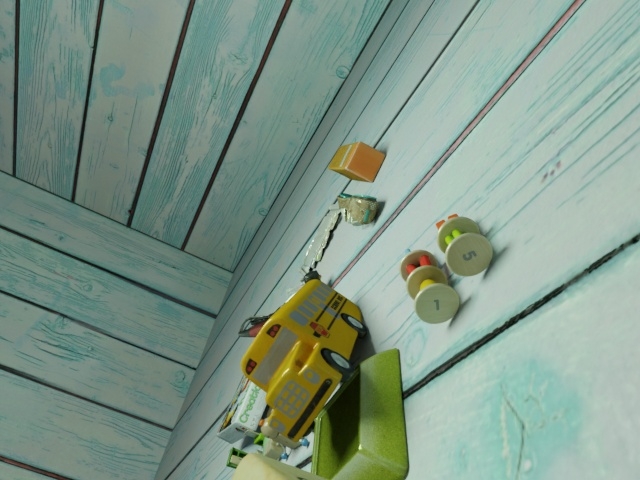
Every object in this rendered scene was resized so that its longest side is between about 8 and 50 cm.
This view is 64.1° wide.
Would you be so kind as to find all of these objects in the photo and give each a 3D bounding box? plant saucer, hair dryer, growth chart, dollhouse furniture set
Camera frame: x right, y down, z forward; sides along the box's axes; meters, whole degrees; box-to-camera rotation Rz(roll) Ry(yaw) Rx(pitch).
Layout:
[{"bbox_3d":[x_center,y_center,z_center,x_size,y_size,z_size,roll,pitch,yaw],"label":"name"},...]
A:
[{"bbox_3d":[0.037,0.253,0.659,0.188,0.045,0.188,-58,14,31],"label":"plant saucer"},{"bbox_3d":[-0.068,0.183,1.041,0.223,0.080,0.293,-39,13,6],"label":"hair dryer"},{"bbox_3d":[0.000,0.000,1.398,0.237,0.021,0.172,-64,12,6],"label":"growth chart"},{"bbox_3d":[-0.136,0.420,1.038,0.152,0.058,0.076,-54,16,42],"label":"dollhouse furniture set"}]

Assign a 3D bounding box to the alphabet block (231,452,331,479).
[{"bbox_3d":[0.010,0.288,0.361,0.194,0.192,0.197,-67,13,-19],"label":"alphabet block"}]

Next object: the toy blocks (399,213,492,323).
[{"bbox_3d":[0.147,0.017,0.641,0.123,0.054,0.148,-62,12,19],"label":"toy blocks"}]

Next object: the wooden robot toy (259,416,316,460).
[{"bbox_3d":[-0.072,0.328,0.900,0.173,0.079,0.076,-52,18,46],"label":"wooden robot toy"}]

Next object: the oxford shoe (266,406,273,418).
[{"bbox_3d":[-0.091,0.278,1.050,0.083,0.096,0.227,-56,16,32],"label":"oxford shoe"}]

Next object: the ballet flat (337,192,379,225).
[{"bbox_3d":[0.073,-0.067,1.114,0.206,0.073,0.067,-137,58,-81],"label":"ballet flat"}]

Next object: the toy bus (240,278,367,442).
[{"bbox_3d":[-0.018,0.157,0.764,0.108,0.130,0.332,-56,-5,11],"label":"toy bus"}]

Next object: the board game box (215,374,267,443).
[{"bbox_3d":[-0.146,0.322,1.235,0.193,0.053,0.305,-50,14,53],"label":"board game box"}]

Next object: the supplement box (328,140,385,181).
[{"bbox_3d":[0.086,-0.197,1.289,0.080,0.078,0.233,-64,12,1],"label":"supplement box"}]
